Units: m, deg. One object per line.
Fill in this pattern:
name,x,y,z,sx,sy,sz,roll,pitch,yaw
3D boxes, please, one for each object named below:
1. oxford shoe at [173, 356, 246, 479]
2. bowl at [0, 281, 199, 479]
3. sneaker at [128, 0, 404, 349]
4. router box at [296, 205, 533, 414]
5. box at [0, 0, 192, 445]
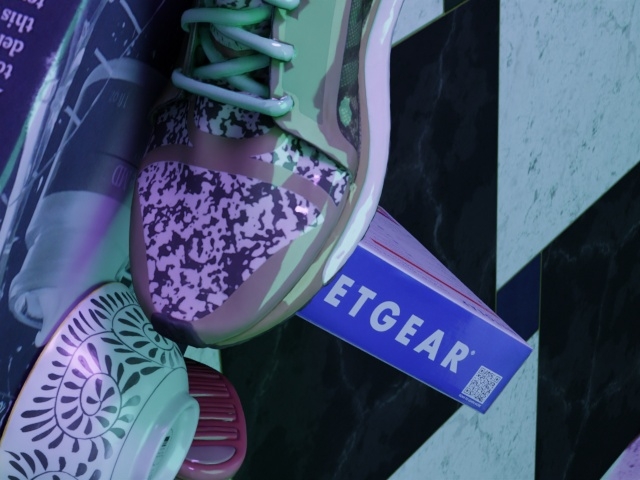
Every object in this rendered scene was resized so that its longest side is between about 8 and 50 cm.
oxford shoe,-0.164,0.163,1.351,0.123,0.348,0.130,7,105,-27
bowl,-0.128,0.118,0.949,0.170,0.080,0.170,-60,165,-27
sneaker,-0.035,-0.145,0.849,0.182,0.158,0.410,34,72,-62
router box,0.000,0.000,1.418,0.335,0.301,0.082,31,100,-38
box,-0.226,-0.104,1.035,0.480,0.297,0.472,58,56,-75
